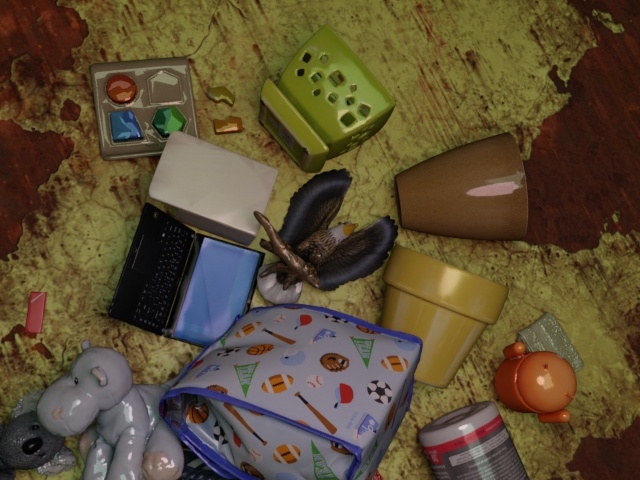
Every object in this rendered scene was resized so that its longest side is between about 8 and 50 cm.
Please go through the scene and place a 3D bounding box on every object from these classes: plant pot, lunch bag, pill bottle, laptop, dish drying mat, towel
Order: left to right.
[{"bbox_3d":[-0.572,0.144,1.453,0.032,0.008,0.083,6,77,-10],"label":"dish drying mat"},{"bbox_3d":[-0.260,0.083,1.457,0.136,0.264,0.234,6,73,29],"label":"laptop"},{"bbox_3d":[-0.052,0.285,1.333,0.385,0.239,0.328,18,32,17],"label":"lunch bag"},{"bbox_3d":[-0.003,-0.282,1.547,0.207,0.228,0.227,-40,88,-10],"label":"plant pot"},{"bbox_3d":[0.226,0.162,1.490,0.254,0.254,0.239,22,90,-5],"label":"plant pot"},{"bbox_3d":[0.294,-0.100,1.572,0.254,0.237,0.237,-7,79,1],"label":"plant pot"},{"bbox_3d":[0.336,0.502,1.458,0.176,0.176,0.318,-22,82,-14],"label":"pill bottle"},{"bbox_3d":[0.518,0.245,1.626,0.110,0.027,0.148,-31,85,-16],"label":"towel"}]

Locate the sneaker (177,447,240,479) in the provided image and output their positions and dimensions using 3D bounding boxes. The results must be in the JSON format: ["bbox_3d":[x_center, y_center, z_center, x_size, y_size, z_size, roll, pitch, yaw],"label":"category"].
[{"bbox_3d":[-0.208,0.479,1.375,0.350,0.148,0.131,14,76,-7],"label":"sneaker"}]

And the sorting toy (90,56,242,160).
[{"bbox_3d":[-0.332,-0.298,1.577,0.307,0.041,0.229,-8,79,-12],"label":"sorting toy"}]

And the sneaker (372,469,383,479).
[{"bbox_3d":[0.084,0.452,1.466,0.270,0.090,0.145,32,77,0],"label":"sneaker"}]

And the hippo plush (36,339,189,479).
[{"bbox_3d":[-0.362,0.312,1.299,0.294,0.234,0.236,-40,129,-13],"label":"hippo plush"}]

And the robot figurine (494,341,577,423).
[{"bbox_3d":[0.446,0.296,1.501,0.128,0.219,0.158,7,76,-9],"label":"robot figurine"}]

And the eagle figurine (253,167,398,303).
[{"bbox_3d":[0.010,-0.001,1.520,0.225,0.298,0.226,7,115,26],"label":"eagle figurine"}]

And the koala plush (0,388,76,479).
[{"bbox_3d":[-0.575,0.383,1.334,0.221,0.203,0.196,-24,92,-36],"label":"koala plush"}]

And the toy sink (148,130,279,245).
[{"bbox_3d":[-0.228,-0.104,1.509,0.234,0.131,0.153,20,75,-11],"label":"toy sink"}]
